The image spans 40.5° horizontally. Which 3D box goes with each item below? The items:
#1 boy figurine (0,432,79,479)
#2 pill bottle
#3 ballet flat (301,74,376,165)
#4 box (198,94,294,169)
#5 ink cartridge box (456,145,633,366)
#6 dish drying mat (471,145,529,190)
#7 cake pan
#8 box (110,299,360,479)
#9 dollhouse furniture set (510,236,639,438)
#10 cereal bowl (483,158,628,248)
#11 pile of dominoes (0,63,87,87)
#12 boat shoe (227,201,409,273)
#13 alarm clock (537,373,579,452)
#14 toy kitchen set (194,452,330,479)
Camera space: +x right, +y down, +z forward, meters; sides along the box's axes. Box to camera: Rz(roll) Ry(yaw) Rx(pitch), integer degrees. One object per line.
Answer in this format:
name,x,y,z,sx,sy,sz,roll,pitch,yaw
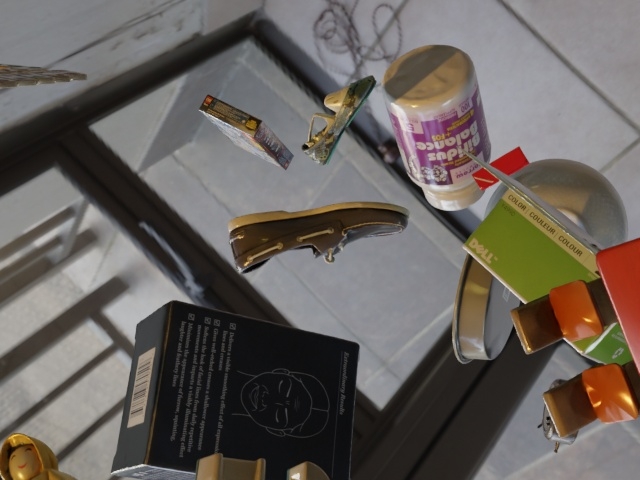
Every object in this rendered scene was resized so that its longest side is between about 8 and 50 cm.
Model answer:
boy figurine,-0.405,0.394,1.241,0.177,0.285,0.092,-30,134,11
pill bottle,0.226,-0.198,1.615,0.169,0.169,0.301,14,147,31
ballet flat,0.023,-0.206,1.446,0.070,0.070,0.188,39,122,10
box,-0.100,-0.148,1.201,0.094,0.027,0.137,29,175,21
ink cartridge box,0.228,0.023,0.880,0.097,0.255,0.189,-53,51,13
dish drying mat,0.273,-0.108,1.320,0.083,0.008,0.032,-31,95,19
cake pan,0.325,0.095,1.635,0.054,0.293,0.293,12,126,26
box,-0.151,0.311,1.626,0.396,0.293,0.212,16,155,-24
dollhouse furniture set,0.284,0.119,0.646,0.262,0.135,0.259,-29,80,52
cereal bowl,0.539,-0.013,2.008,0.339,0.141,0.338,4,105,15
pile of dominoes,-0.395,-0.199,0.966,0.196,0.251,0.040,8,106,19
boat shoe,0.000,0.000,0.977,0.206,0.064,0.075,-6,163,1
alarm clock,0.495,0.335,1.763,0.064,0.129,0.192,13,134,3
toy kitchen set,-0.085,0.388,1.094,0.166,0.207,0.122,12,152,-20
